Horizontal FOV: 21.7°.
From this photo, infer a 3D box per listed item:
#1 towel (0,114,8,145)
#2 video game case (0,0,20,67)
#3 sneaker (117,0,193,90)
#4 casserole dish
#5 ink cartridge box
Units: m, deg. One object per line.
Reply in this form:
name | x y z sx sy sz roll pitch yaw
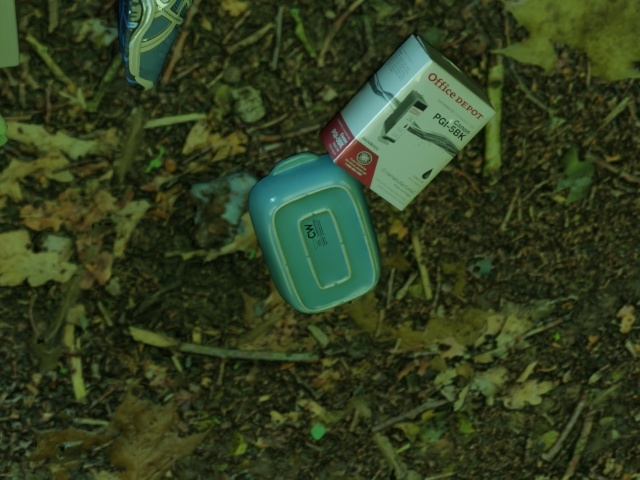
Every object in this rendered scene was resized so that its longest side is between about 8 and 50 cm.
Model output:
towel | -0.431 -0.149 1.365 0.248 0.038 0.325 -25 128 -1
video game case | -0.361 -0.221 1.377 0.212 0.023 0.193 -8 124 -13
sneaker | -0.126 -0.220 1.421 0.081 0.080 0.211 5 122 -18
casserole dish | 0.000 0.000 1.638 0.114 0.037 0.188 -21 126 -5
ink cartridge box | 0.083 -0.111 1.579 0.099 0.056 0.135 34 108 -32
